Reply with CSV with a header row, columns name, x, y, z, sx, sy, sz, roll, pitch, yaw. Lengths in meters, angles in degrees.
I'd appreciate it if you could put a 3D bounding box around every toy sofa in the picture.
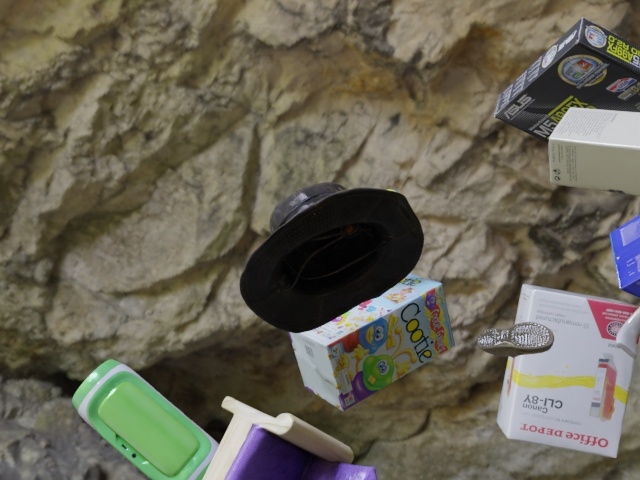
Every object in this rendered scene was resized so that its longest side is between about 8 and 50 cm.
name,x,y,z,sx,sy,sz,roll,pitch,yaw
toy sofa,-0.090,0.383,0.874,0.177,0.362,0.150,12,-21,42

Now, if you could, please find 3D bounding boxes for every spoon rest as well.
name,x,y,z,sx,sy,sz,roll,pitch,yaw
spoon rest,0.715,0.125,1.508,0.137,0.276,0.084,40,30,-9

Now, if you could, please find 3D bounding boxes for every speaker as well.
name,x,y,z,sx,sy,sz,roll,pitch,yaw
speaker,-0.319,0.359,1.415,0.297,0.131,0.131,39,-4,7

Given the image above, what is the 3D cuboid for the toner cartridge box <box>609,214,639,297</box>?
name,x,y,z,sx,sy,sz,roll,pitch,yaw
toner cartridge box,0.805,-0.023,1.657,0.075,0.165,0.348,22,-39,-20

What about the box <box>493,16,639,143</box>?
name,x,y,z,sx,sy,sz,roll,pitch,yaw
box,0.485,-0.268,1.390,0.216,0.060,0.270,23,-26,-11

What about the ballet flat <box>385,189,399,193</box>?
name,x,y,z,sx,sy,sz,roll,pitch,yaw
ballet flat,0.075,-0.009,1.449,0.077,0.231,0.077,39,37,-2

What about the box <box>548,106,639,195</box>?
name,x,y,z,sx,sy,sz,roll,pitch,yaw
box,0.504,-0.133,1.162,0.275,0.113,0.094,14,-46,34

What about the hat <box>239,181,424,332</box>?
name,x,y,z,sx,sy,sz,roll,pitch,yaw
hat,0.000,0.000,1.203,0.331,0.331,0.133,37,19,-54

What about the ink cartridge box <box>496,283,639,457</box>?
name,x,y,z,sx,sy,sz,roll,pitch,yaw
ink cartridge box,0.628,0.326,1.909,0.280,0.384,0.160,10,3,4

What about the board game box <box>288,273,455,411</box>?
name,x,y,z,sx,sy,sz,roll,pitch,yaw
board game box,0.101,0.185,1.451,0.144,0.275,0.142,17,-53,57

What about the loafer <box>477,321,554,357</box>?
name,x,y,z,sx,sy,sz,roll,pitch,yaw
loafer,0.361,0.184,1.376,0.148,0.056,0.050,-6,-34,42
